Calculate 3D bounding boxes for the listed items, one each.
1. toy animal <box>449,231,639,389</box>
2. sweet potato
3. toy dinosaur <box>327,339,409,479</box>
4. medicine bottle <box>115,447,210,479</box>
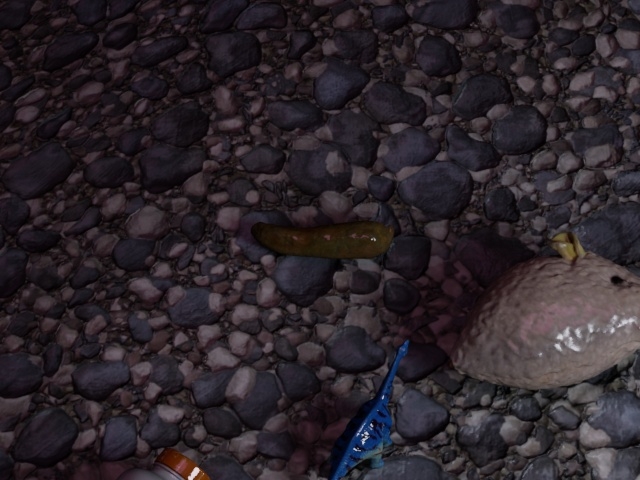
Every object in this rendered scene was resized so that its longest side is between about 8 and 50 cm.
[{"bbox_3d":[0.378,0.133,1.996,0.358,0.188,0.226,-16,44,0],"label":"toy animal"},{"bbox_3d":[0.000,0.000,2.225,0.273,0.075,0.075,0,56,14],"label":"sweet potato"},{"bbox_3d":[0.074,0.322,1.964,0.076,0.144,0.329,28,77,20],"label":"toy dinosaur"},{"bbox_3d":[-0.296,0.468,1.899,0.157,0.157,0.289,28,65,25],"label":"medicine bottle"}]
